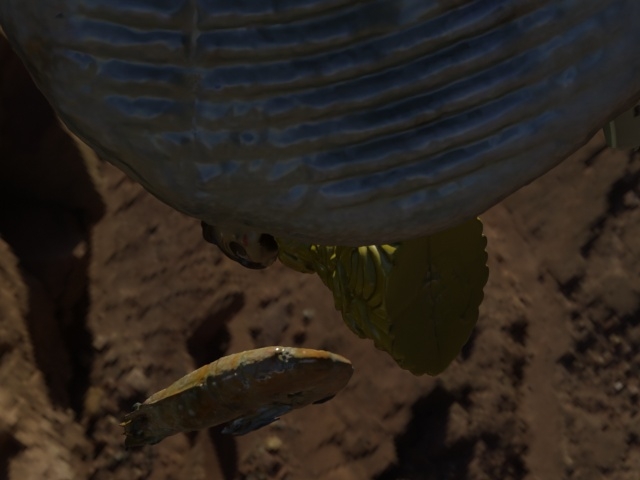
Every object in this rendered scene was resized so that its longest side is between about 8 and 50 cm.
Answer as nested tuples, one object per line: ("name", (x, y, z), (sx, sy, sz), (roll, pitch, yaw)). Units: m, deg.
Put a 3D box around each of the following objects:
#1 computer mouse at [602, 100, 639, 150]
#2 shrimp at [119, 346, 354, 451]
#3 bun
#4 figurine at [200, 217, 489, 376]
("computer mouse", (0.254, -0.114, 1.152), (0.056, 0.110, 0.032), (-25, 53, -2))
("shrimp", (-0.069, 0.130, 1.125), (0.223, 0.126, 0.047), (-23, 65, 33))
("bun", (0.009, -0.170, 0.669), (0.354, 0.354, 0.194), (-38, 25, 10))
("figurine", (-0.003, 0.003, 1.415), (0.315, 0.187, 0.168), (19, 64, 38))
